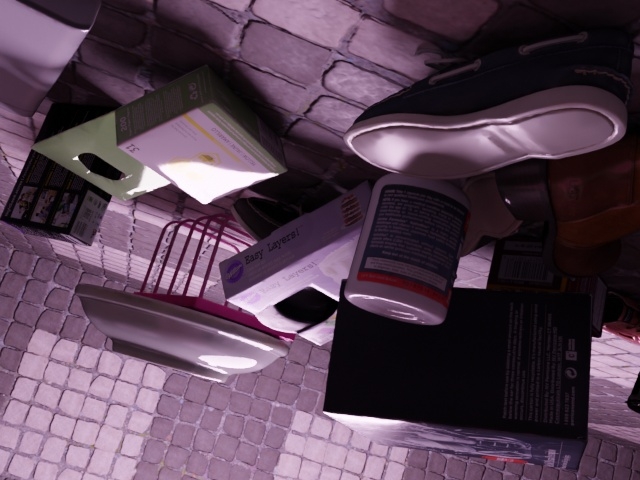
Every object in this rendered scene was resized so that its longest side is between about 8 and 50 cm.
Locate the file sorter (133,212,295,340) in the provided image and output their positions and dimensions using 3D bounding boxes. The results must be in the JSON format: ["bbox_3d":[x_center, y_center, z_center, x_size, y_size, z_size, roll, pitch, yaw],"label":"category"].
[{"bbox_3d":[-0.180,0.062,1.375,0.202,0.182,0.290,24,165,-31],"label":"file sorter"}]

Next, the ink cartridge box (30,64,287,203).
[{"bbox_3d":[-0.180,-0.093,0.846,0.235,0.056,0.171,-21,153,17],"label":"ink cartridge box"}]

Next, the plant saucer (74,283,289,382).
[{"bbox_3d":[-0.260,0.183,1.350,0.400,0.101,0.400,16,168,3],"label":"plant saucer"}]

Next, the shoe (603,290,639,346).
[{"bbox_3d":[0.466,0.122,1.082,0.178,0.064,0.081,17,173,45],"label":"shoe"}]

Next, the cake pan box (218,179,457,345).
[{"bbox_3d":[0.026,0.045,1.061,0.266,0.070,0.245,-28,143,21],"label":"cake pan box"}]

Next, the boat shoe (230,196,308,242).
[{"bbox_3d":[0.000,0.000,1.165,0.335,0.095,0.112,34,-166,-41],"label":"boat shoe"}]

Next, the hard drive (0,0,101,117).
[{"bbox_3d":[-0.382,-0.230,0.771,0.232,0.047,0.353,23,164,-26],"label":"hard drive"}]

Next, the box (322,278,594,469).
[{"bbox_3d":[0.204,0.196,1.032,0.312,0.179,0.343,3,159,19],"label":"box"}]

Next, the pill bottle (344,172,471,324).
[{"bbox_3d":[0.098,-0.012,0.774,0.107,0.180,0.108,15,166,4],"label":"pill bottle"}]

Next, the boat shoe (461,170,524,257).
[{"bbox_3d":[0.202,-0.038,0.851,0.064,0.075,0.206,-24,169,-17],"label":"boat shoe"}]

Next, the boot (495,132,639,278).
[{"bbox_3d":[0.336,-0.037,0.674,0.280,0.096,0.264,-3,150,35],"label":"boot"}]

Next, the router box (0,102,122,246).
[{"bbox_3d":[-0.324,-0.090,0.968,0.133,0.179,0.046,10,162,28],"label":"router box"}]

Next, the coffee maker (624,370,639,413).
[{"bbox_3d":[0.496,0.152,0.950,0.171,0.178,0.120,6,164,35],"label":"coffee maker"}]

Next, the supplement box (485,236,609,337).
[{"bbox_3d":[0.317,0.066,1.024,0.104,0.081,0.188,4,161,38],"label":"supplement box"}]

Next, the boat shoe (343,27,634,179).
[{"bbox_3d":[0.122,-0.108,0.590,0.095,0.079,0.254,29,159,-32],"label":"boat shoe"}]
